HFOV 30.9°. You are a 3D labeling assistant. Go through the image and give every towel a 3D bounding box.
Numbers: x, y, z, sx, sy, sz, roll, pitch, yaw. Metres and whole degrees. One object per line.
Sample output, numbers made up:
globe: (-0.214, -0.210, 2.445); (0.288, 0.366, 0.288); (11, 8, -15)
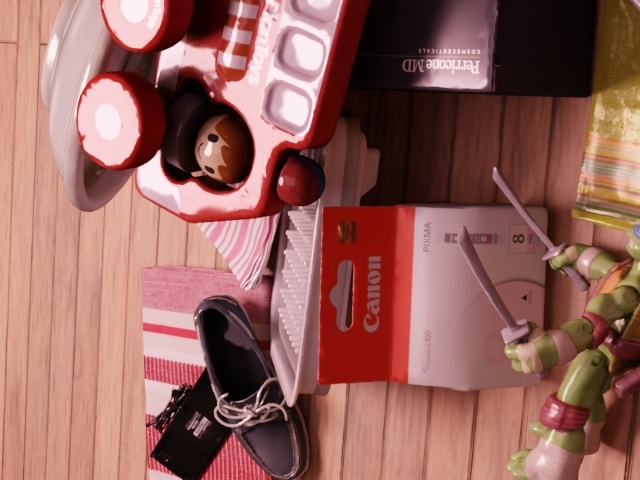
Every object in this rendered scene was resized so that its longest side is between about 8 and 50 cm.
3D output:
towel: (-0.149, 0.201, 1.560); (0.237, 0.037, 0.329); (4, 98, 40)
towel: (-0.112, -0.045, 1.473); (0.197, 0.029, 0.144); (48, 132, 44)
towel: (0.305, -0.127, 1.126); (0.102, 0.021, 0.237); (14, 102, 40)

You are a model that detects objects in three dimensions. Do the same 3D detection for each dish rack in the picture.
dish rack: (0.000, 0.000, 1.311); (0.285, 0.072, 0.333); (-127, 44, -75)

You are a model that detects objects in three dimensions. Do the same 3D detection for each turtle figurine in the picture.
turtle figurine: (0.218, 0.082, 1.101); (0.198, 0.274, 0.266); (-107, 25, -66)

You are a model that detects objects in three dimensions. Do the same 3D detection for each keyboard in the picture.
keyboard: (-0.163, 0.232, 1.540); (0.100, 0.038, 0.192); (37, 118, 5)

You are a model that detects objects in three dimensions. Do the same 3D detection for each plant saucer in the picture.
plant saucer: (-0.241, -0.234, 1.381); (0.100, 0.400, 0.400); (22, 112, 3)

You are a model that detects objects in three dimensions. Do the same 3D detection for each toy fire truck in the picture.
toy fire truck: (-0.089, -0.152, 1.156); (0.254, 0.169, 0.302); (28, 113, 30)

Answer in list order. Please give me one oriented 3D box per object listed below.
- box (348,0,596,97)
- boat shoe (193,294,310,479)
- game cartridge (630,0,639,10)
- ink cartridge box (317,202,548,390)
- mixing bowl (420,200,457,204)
box: (0.099, -0.310, 1.196); (0.343, 0.179, 0.312); (10, 100, 42)
boat shoe: (-0.086, 0.187, 1.435); (0.095, 0.079, 0.254); (-20, 92, 6)
game cartridge: (0.394, -0.297, 0.997); (0.294, 0.060, 0.196); (-48, 66, 28)
ink cartridge box: (0.118, 0.058, 1.174); (0.066, 0.232, 0.189); (-166, 76, -64)
mixing bowl: (0.105, 0.046, 1.272); (0.181, 0.098, 0.181); (3, 94, 43)
